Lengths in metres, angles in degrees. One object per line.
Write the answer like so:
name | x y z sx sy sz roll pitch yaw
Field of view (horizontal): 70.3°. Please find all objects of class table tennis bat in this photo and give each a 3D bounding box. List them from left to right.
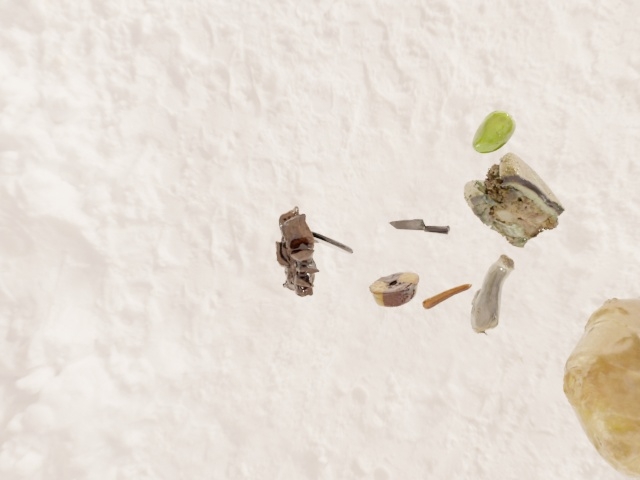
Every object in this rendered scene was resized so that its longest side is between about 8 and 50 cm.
table tennis bat | 0.000 0.000 1.240 0.150 0.236 0.027 24 86 -24

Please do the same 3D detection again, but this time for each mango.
mango | 0.380 -0.235 1.004 0.073 0.056 0.108 31 135 -12

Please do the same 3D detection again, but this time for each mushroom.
mushroom | 0.540 0.166 1.425 0.096 0.099 0.278 27 71 -8

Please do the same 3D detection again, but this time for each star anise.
star anise | -0.066 0.029 1.104 0.098 0.214 0.220 -11 94 -19

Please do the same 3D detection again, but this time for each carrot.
carrot | 0.437 0.186 1.568 0.190 0.037 0.037 -26 84 -1

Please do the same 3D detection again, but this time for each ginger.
ginger | 0.406 0.096 0.425 0.362 0.122 0.348 18 56 9

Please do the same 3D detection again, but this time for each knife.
knife | 0.345 -0.055 1.616 0.230 0.060 0.028 5 48 36

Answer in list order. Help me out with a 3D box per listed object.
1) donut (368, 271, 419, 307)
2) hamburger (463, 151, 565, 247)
donut | 0.258 0.171 1.574 0.166 0.184 0.074 -2 107 33
hamburger | 0.493 -0.115 1.186 0.287 0.192 0.167 29 124 -28
